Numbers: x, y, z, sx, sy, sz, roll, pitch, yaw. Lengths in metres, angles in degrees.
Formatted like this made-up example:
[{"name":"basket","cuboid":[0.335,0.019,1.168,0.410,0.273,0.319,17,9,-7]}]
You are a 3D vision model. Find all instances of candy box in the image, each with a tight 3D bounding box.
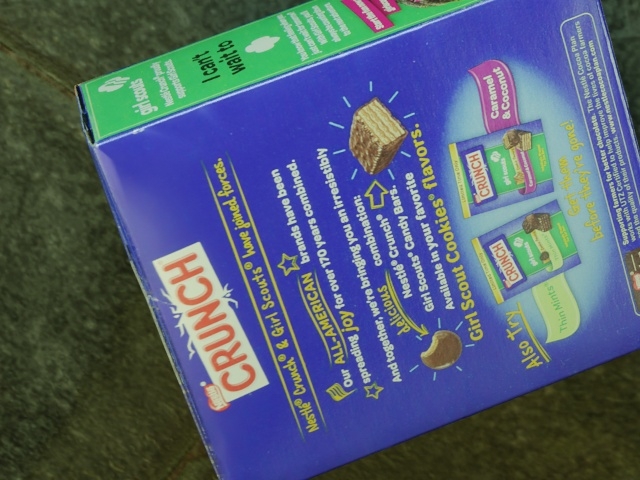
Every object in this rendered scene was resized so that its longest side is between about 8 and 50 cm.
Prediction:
[{"name":"candy box","cuboid":[0.039,-0.017,1.138,0.317,0.122,0.268,-21,114,-5]}]
